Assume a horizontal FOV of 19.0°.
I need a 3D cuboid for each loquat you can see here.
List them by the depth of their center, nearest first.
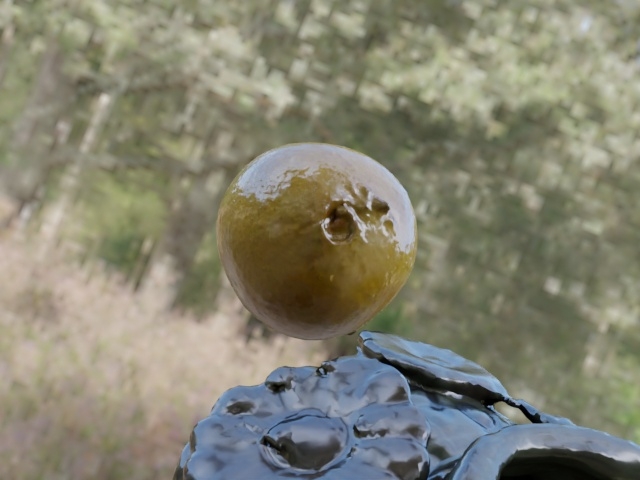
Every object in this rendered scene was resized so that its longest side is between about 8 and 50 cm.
[{"bbox_3d":[0.000,0.000,1.289,0.141,0.141,0.141,22,-1,0],"label":"loquat"}]

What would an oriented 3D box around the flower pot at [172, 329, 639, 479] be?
[{"bbox_3d":[0.052,0.194,0.980,0.301,0.302,0.213,23,-13,-42],"label":"flower pot"}]
